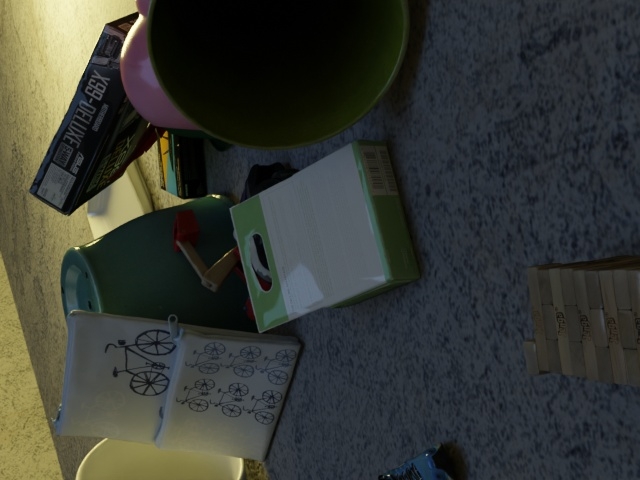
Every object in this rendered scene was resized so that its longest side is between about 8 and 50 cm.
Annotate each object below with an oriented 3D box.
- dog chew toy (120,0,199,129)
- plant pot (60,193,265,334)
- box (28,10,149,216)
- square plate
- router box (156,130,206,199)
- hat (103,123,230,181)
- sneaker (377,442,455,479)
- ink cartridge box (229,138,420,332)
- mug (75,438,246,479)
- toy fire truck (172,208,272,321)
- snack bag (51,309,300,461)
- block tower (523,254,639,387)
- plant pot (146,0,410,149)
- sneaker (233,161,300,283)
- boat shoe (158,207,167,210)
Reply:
[{"bbox_3d":[-0.168,-0.320,1.634,0.206,0.206,0.332,-161,74,-64],"label":"dog chew toy"},{"bbox_3d":[-0.257,0.080,1.844,0.271,0.255,0.272,29,124,54],"label":"plant pot"},{"bbox_3d":[-0.325,-0.212,1.874,0.307,0.076,0.242,-60,-2,22],"label":"box"},{"bbox_3d":[-0.410,-0.053,2.442,0.347,0.049,0.344,107,145,-45],"label":"square plate"},{"bbox_3d":[-0.241,-0.167,2.021,0.133,0.046,0.179,-156,61,-63],"label":"router box"},{"bbox_3d":[-0.243,-0.206,1.839,0.173,0.183,0.208,-174,77,-68],"label":"hat"},{"bbox_3d":[0.102,0.282,1.351,0.162,0.073,0.063,120,137,-55],"label":"sneaker"},{"bbox_3d":[0.000,0.000,1.415,0.235,0.056,0.171,-26,73,44],"label":"ink cartridge box"},{"bbox_3d":[-0.294,0.527,1.969,0.276,0.374,0.328,39,139,51],"label":"mug"},{"bbox_3d":[-0.129,0.039,1.721,0.047,0.135,0.192,113,142,-50],"label":"toy fire truck"},{"bbox_3d":[-0.223,0.223,1.771,0.323,0.342,0.037,109,167,-46],"label":"snack bag"},{"bbox_3d":[0.274,0.058,0.864,0.335,0.091,0.097,173,89,-66],"label":"block tower"},{"bbox_3d":[-0.060,-0.293,1.349,0.293,0.274,0.275,-102,17,-56],"label":"plant pot"},{"bbox_3d":[-0.044,-0.026,1.554,0.283,0.107,0.124,-143,55,-58],"label":"sneaker"},{"bbox_3d":[-0.262,-0.019,2.087,0.219,0.070,0.078,172,90,-66],"label":"boat shoe"}]
